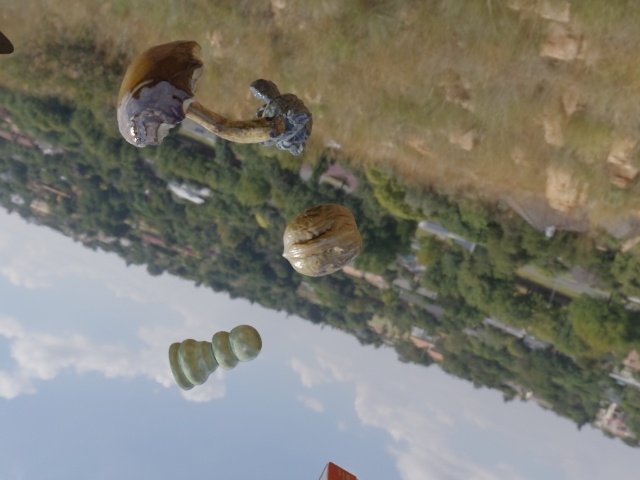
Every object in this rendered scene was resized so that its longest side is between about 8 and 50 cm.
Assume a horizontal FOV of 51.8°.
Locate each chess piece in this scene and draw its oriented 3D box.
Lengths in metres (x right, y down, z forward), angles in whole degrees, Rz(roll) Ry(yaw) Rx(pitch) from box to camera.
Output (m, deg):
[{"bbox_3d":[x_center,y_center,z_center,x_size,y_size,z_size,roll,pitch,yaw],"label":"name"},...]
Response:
[{"bbox_3d":[-0.287,0.315,1.870,0.251,0.144,0.144,-22,164,8],"label":"chess piece"}]

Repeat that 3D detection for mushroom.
[{"bbox_3d":[-0.258,-0.239,1.294,0.301,0.233,0.208,46,-150,-13],"label":"mushroom"}]

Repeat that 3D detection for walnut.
[{"bbox_3d":[0.000,0.000,1.491,0.155,0.184,0.155,156,90,-88],"label":"walnut"}]

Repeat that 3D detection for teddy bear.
[{"bbox_3d":[-0.110,-0.302,1.614,0.171,0.144,0.251,46,-176,7],"label":"teddy bear"}]

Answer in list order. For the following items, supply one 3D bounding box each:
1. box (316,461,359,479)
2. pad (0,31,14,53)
[{"bbox_3d":[0.027,0.635,1.565,0.099,0.133,0.182,33,-174,-4],"label":"box"},{"bbox_3d":[-0.755,-0.432,1.123,0.375,0.063,0.315,46,-160,0],"label":"pad"}]
